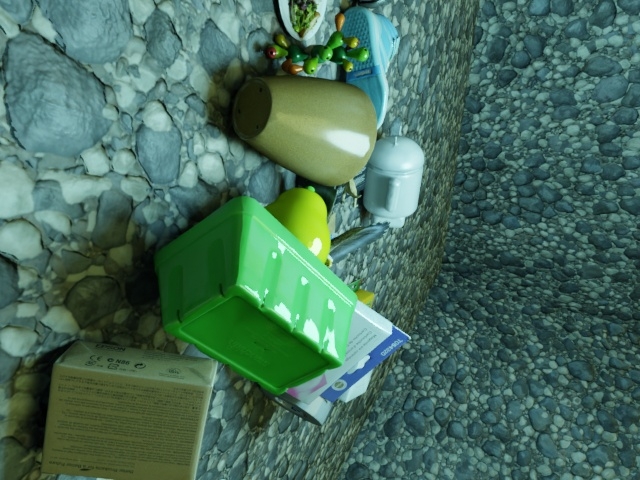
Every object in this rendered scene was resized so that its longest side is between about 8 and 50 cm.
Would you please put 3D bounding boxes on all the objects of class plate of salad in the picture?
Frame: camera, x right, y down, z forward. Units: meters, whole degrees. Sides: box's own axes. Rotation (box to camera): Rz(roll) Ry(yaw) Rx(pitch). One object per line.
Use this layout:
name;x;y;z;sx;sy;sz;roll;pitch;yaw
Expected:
plate of salad;-0.026;-0.537;0.923;0.200;0.048;0.199;-43;143;-45

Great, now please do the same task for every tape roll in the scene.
tape roll;-0.075;0.476;1.310;0.072;0.219;0.219;-57;151;-27

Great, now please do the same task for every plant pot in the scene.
plant pot;-0.047;-0.246;0.903;0.254;0.237;0.237;1;106;-50

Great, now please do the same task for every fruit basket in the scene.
fruit basket;-0.102;0.058;0.859;0.283;0.392;0.392;-31;164;20

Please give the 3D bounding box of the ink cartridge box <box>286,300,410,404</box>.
ink cartridge box;0.013;0.285;1.110;0.324;0.330;0.071;-47;-161;21

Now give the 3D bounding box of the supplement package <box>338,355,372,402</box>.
supplement package;0.029;0.359;1.389;0.199;0.263;0.198;23;86;-65

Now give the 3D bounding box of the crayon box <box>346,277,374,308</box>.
crayon box;0.133;0.331;1.801;0.202;0.081;0.318;-16;120;-60

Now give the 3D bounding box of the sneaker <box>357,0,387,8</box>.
sneaker;0.112;-0.643;1.061;0.295;0.105;0.146;-53;144;-43

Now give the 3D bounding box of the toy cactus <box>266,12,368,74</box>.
toy cactus;-0.013;-0.414;0.936;0.180;0.219;0.112;-120;-162;-69

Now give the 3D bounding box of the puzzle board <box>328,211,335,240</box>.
puzzle board;0.021;-0.018;1.416;0.096;0.011;0.128;-44;144;-47

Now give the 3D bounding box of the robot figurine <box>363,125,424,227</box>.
robot figurine;0.258;-0.219;1.537;0.300;0.200;0.353;-84;176;-58

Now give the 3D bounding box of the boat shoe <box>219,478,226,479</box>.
boat shoe;-0.298;0.724;1.237;0.046;0.038;0.125;-67;154;-10

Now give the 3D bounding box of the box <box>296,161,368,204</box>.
box;0.044;-0.214;1.221;0.261;0.103;0.184;-33;140;-53

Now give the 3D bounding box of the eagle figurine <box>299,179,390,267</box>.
eagle figurine;0.006;0.005;1.109;0.298;0.225;0.226;-55;147;2

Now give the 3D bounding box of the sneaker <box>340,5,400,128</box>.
sneaker;0.158;-0.478;1.206;0.208;0.127;0.319;-39;130;-50

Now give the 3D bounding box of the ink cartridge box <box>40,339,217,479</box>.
ink cartridge box;-0.302;0.280;0.697;0.088;0.235;0.193;-118;-139;-74

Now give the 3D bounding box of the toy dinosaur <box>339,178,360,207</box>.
toy dinosaur;0.078;-0.136;1.148;0.183;0.053;0.092;-84;177;-53
